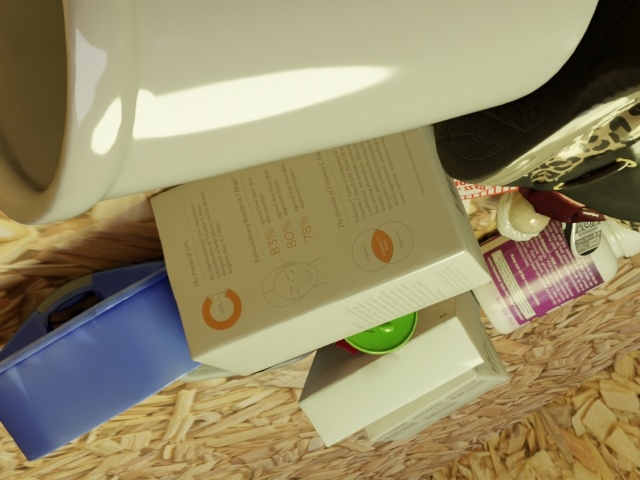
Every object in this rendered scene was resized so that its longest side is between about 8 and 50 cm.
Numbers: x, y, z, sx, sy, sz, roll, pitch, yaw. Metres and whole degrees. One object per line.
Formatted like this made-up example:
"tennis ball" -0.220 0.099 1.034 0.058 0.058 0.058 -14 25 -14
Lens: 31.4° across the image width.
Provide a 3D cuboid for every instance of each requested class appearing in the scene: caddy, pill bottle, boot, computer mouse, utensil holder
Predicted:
"caddy" -0.293 0.136 1.492 0.341 0.179 0.241 -30 180 12
"pill bottle" 0.413 0.028 2.000 0.301 0.169 0.169 -29 158 12
"boot" 0.315 -0.121 0.917 0.377 0.138 0.284 -31 147 34
"computer mouse" 0.420 -0.062 1.862 0.106 0.042 0.193 -20 117 -26
"utensil holder" -0.048 -0.210 0.763 0.385 0.327 0.327 -16 157 -29

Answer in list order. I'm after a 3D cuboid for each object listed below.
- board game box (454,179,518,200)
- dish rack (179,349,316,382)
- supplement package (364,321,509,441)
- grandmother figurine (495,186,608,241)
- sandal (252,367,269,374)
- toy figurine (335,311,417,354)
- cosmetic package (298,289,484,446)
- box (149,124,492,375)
"board game box" 0.200 -0.108 1.573 0.147 0.045 0.193 -11 162 6
"dish rack" -0.061 0.114 1.824 0.285 0.072 0.333 -5 151 -43
"supplement package" 0.189 0.237 2.191 0.262 0.204 0.145 -36 154 26
"grandmother figurine" 0.373 -0.083 1.719 0.104 0.208 0.342 -54 -173 -30
"sandal" -0.061 0.155 1.759 0.090 0.060 0.219 -32 173 35
"toy figurine" 0.041 0.124 1.738 0.173 0.130 0.159 5 161 -13
"cosmetic package" 0.126 0.174 1.902 0.284 0.097 0.377 -33 -173 13
"box" 0.000 0.000 1.382 0.345 0.215 0.168 -22 160 12
